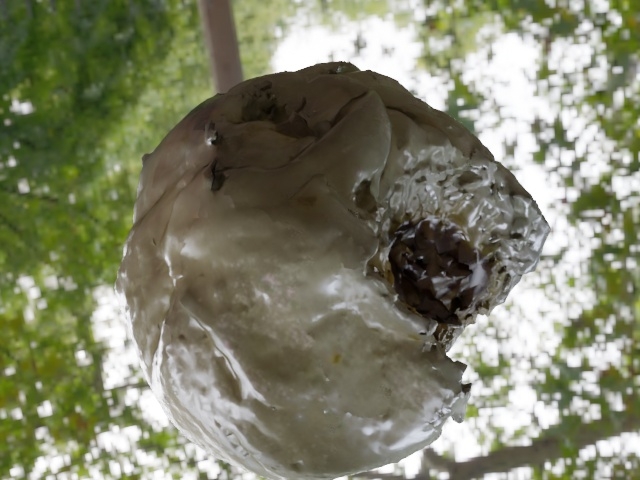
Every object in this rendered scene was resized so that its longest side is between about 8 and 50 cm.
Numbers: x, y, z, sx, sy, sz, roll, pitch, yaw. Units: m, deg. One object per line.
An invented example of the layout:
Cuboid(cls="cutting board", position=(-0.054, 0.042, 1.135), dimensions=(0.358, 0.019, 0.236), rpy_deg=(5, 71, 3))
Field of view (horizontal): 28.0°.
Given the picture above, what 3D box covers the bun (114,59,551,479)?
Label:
Cuboid(cls="bun", position=(-0.011, -0.001, 0.812), dimensions=(0.281, 0.205, 0.281), rpy_deg=(-19, -156, 8))
